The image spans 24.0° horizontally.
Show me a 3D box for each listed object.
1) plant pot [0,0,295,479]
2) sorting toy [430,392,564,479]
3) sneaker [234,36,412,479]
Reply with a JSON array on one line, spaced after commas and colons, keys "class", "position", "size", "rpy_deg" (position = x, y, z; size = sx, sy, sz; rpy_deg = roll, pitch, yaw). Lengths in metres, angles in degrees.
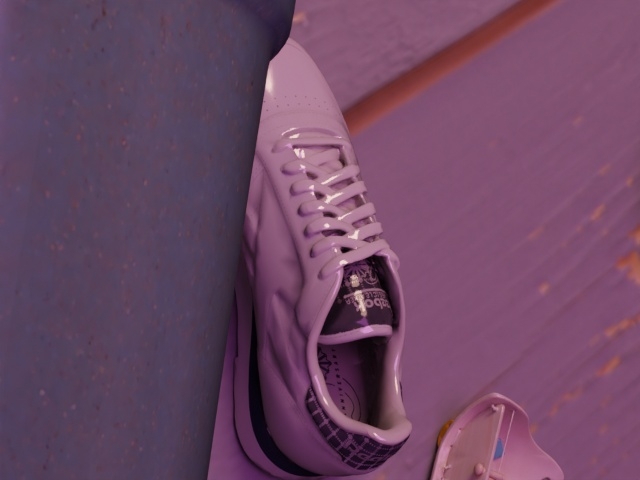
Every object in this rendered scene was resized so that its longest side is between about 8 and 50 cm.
[{"class": "plant pot", "position": [-0.168, -0.003, 0.545], "size": [0.341, 0.341, 0.334], "rpy_deg": [7, 81, -26]}, {"class": "sorting toy", "position": [0.098, 0.135, 0.799], "size": [0.075, 0.045, 0.083], "rpy_deg": [29, 65, -27]}, {"class": "sneaker", "position": [0.000, 0.000, 0.750], "size": [0.090, 0.095, 0.235], "rpy_deg": [-6, 79, -27]}]
